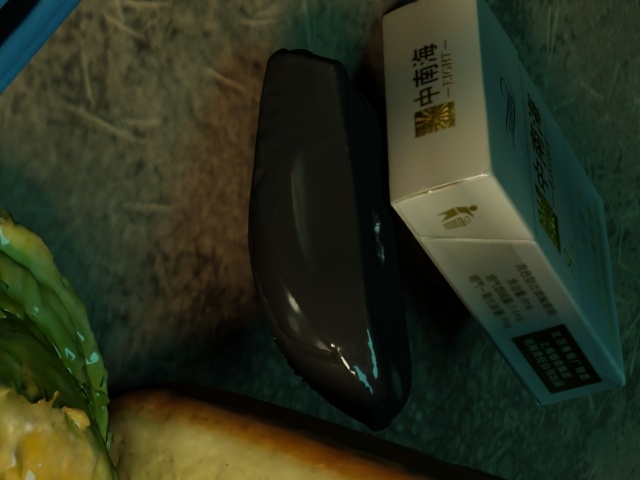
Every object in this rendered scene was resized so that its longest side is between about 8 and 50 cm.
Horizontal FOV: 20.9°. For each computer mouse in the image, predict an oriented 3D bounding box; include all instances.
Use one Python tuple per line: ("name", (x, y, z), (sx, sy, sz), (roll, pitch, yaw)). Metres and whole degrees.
("computer mouse", (0.000, 0.000, 0.947), (0.122, 0.073, 0.217), (54, 29, -64))

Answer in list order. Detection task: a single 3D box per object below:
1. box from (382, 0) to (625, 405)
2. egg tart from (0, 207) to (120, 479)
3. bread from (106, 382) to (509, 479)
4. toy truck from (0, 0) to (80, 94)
("box", (0.117, -0.023, 1.082), (0.243, 0.067, 0.155), (50, 29, -47))
("egg tart", (-0.186, 0.140, 0.735), (0.341, 0.132, 0.341), (-17, 111, -50))
("bread", (0.080, 0.196, 0.936), (0.323, 0.333, 0.143), (29, 79, -55))
("toy truck", (-0.160, -0.145, 0.654), (0.385, 0.161, 0.162), (-56, 169, -27))
